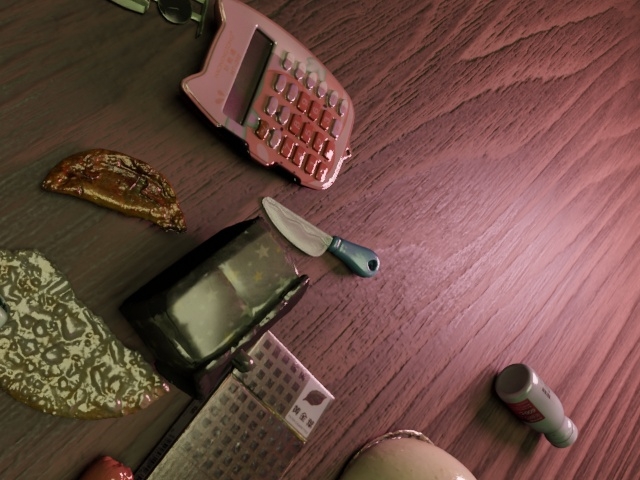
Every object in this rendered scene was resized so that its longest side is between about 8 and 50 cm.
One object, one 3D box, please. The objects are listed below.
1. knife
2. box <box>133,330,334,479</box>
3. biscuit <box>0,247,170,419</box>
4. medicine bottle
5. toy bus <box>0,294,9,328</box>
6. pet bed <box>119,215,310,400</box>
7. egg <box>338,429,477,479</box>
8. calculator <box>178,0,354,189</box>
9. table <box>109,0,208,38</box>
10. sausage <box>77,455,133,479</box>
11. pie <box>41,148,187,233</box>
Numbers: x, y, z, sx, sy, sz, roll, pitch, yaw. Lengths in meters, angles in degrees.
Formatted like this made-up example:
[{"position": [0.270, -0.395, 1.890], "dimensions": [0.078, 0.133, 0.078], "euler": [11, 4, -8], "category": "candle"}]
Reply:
[{"position": [0.000, 0.002, 0.973], "dimensions": [0.244, 0.032, 0.058], "euler": [27, 80, -26], "category": "knife"}, {"position": [-0.130, 0.303, 0.842], "dimensions": [0.180, 0.047, 0.325], "euler": [50, 62, -22], "category": "box"}, {"position": [-0.330, 0.134, 0.720], "dimensions": [0.141, 0.038, 0.290], "euler": [-47, 110, -28], "category": "biscuit"}, {"position": [0.459, 0.353, 1.224], "dimensions": [0.216, 0.090, 0.090], "euler": [46, 63, -24], "category": "medicine bottle"}, {"position": [-0.421, 0.118, 0.612], "dimensions": [0.194, 0.087, 0.089], "euler": [-49, 119, -12], "category": "toy bus"}, {"position": [-0.129, 0.090, 0.776], "dimensions": [0.211, 0.183, 0.159], "euler": [-40, 104, -32], "category": "pet bed"}, {"position": [0.158, 0.466, 0.955], "dimensions": [0.286, 0.174, 0.264], "euler": [-18, 93, -31], "category": "egg"}, {"position": [-0.066, -0.215, 0.925], "dimensions": [0.330, 0.048, 0.220], "euler": [31, 68, -36], "category": "calculator"}, {"position": [-0.217, -0.404, 0.832], "dimensions": [0.146, 0.062, 0.175], "euler": [16, 74, -33], "category": "table"}, {"position": [-0.295, 0.340, 0.712], "dimensions": [0.062, 0.062, 0.154], "euler": [48, 62, -22], "category": "sausage"}, {"position": [-0.265, -0.073, 0.787], "dimensions": [0.191, 0.033, 0.088], "euler": [21, 68, -26], "category": "pie"}]
